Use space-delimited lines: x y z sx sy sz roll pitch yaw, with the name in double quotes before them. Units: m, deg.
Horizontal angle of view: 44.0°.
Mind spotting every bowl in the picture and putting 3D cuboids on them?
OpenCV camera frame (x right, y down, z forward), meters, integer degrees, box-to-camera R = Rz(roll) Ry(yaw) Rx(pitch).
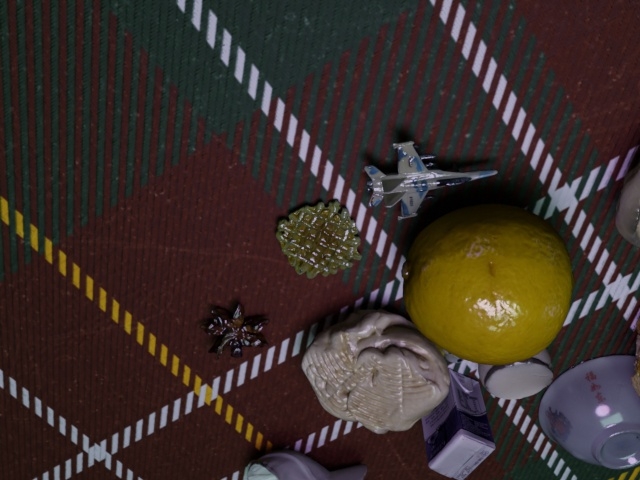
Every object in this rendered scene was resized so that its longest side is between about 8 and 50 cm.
"bowl" 0.728 0.460 1.964 0.345 0.157 0.346 -1 125 -1

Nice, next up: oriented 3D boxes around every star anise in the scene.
"star anise" -0.193 0.206 1.815 0.167 0.057 0.168 -4 118 -8

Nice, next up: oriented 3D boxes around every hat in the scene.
"hat" -0.029 0.610 2.061 0.301 0.168 0.258 -7 152 -26

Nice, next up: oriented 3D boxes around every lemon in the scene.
"lemon" 0.334 0.085 1.591 0.347 0.348 0.348 -1 125 -2

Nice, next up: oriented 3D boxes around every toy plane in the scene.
"toy plane" 0.220 -0.127 1.591 0.261 0.088 0.192 -12 130 -6

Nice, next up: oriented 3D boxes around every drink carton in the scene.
"drink carton" 0.319 0.434 1.888 0.101 0.222 0.134 24 121 -17

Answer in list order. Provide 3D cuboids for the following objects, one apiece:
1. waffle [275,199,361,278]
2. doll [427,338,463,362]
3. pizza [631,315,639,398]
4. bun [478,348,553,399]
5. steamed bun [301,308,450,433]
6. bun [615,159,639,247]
"waffle" 0.000 0.000 1.691 0.169 0.036 0.184 -20 123 9
"doll" 0.364 0.198 1.812 0.291 0.086 0.117 -31 137 18
"pizza" 0.779 0.274 1.841 0.189 0.071 0.297 -30 110 -27
"bun" 0.451 0.285 1.854 0.172 0.120 0.173 -2 134 -2
"steamed bun" 0.140 0.281 1.788 0.289 0.203 0.276 -26 95 27
"bun" 0.713 -0.116 1.577 0.287 0.146 0.287 -9 135 -10
